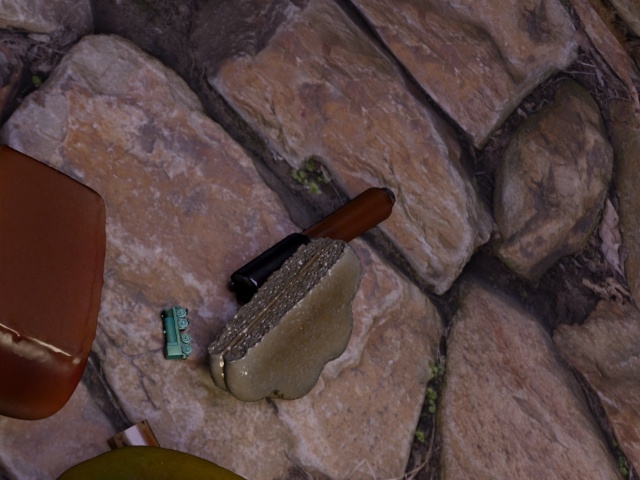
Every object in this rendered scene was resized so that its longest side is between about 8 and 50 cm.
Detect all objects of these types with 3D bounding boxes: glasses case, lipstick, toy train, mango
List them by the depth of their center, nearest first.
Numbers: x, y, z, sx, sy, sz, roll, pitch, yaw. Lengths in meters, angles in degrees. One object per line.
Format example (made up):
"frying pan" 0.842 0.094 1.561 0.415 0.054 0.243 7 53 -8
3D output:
"mango" -0.201 0.402 1.470 0.365 0.182 0.253 9 47 3
"glasses case" -0.244 0.352 1.615 0.064 0.041 0.170 -24 83 -40
"toy train" -0.230 0.147 1.741 0.045 0.029 0.092 -3 64 -20
"lipstick" 0.000 0.000 1.950 0.418 0.077 0.077 -33 88 -43

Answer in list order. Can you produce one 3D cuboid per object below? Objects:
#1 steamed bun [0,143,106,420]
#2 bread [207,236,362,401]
"steamed bun" -0.435 0.067 1.482 0.235 0.248 0.379 29 37 -34
"bread" -0.039 0.151 1.788 0.337 0.102 0.183 -46 124 -33
